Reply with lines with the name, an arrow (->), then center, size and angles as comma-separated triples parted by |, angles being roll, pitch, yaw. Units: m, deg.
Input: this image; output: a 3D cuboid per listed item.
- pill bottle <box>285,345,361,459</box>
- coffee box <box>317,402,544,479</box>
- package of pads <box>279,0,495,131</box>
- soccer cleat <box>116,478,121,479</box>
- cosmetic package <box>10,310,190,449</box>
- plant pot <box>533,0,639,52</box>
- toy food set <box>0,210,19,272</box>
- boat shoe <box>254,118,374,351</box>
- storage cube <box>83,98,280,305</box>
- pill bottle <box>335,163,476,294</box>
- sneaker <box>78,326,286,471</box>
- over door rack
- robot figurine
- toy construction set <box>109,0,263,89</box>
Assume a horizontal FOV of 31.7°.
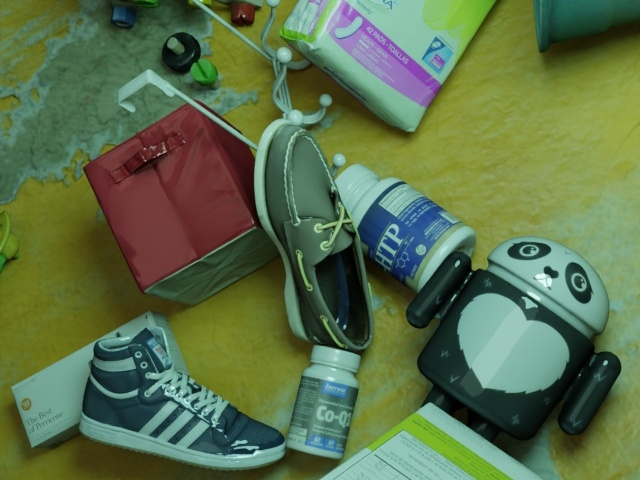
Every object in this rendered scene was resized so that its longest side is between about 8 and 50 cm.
pill bottle -> 0.007, 0.210, 1.467 | 0.078, 0.078, 0.137 | 10, 81, 20
coffee box -> 0.112, 0.437, 1.180 | 0.338, 0.334, 0.338 | 33, 117, 22
package of pads -> 0.106, -0.327, 1.478 | 0.101, 0.229, 0.296 | 29, 86, 52
soccer cleat -> -0.309, 0.359, 1.565 | 0.035, 0.029, 0.083 | 42, 97, 18
cosmetic package -> -0.312, 0.198, 1.587 | 0.239, 0.060, 0.099 | -29, 69, 10
plant pot -> 0.421, -0.413, 1.364 | 0.334, 0.341, 0.341 | -4, 76, 9
toy food set -> -0.531, 0.048, 1.700 | 0.218, 0.071, 0.128 | -40, 44, 4
boat shoe -> 0.000, 0.000, 1.412 | 0.096, 0.324, 0.116 | 16, 39, 38
storage cube -> -0.172, -0.044, 1.520 | 0.183, 0.215, 0.193 | -30, 76, 9
pill bottle -> 0.099, -0.017, 1.472 | 0.186, 0.112, 0.112 | 36, 90, 23
sneaker -> -0.177, 0.203, 1.479 | 0.282, 0.099, 0.153 | 9, 102, 8
over door rack -> -0.108, -0.229, 1.454 | 0.108, 0.324, 0.240 | -40, 45, 34
robot figurine -> 0.227, 0.128, 1.360 | 0.278, 0.209, 0.173 | -55, 28, 0
toy construction set -> -0.210, -0.427, 1.607 | 0.257, 0.237, 0.309 | 29, 87, 22
